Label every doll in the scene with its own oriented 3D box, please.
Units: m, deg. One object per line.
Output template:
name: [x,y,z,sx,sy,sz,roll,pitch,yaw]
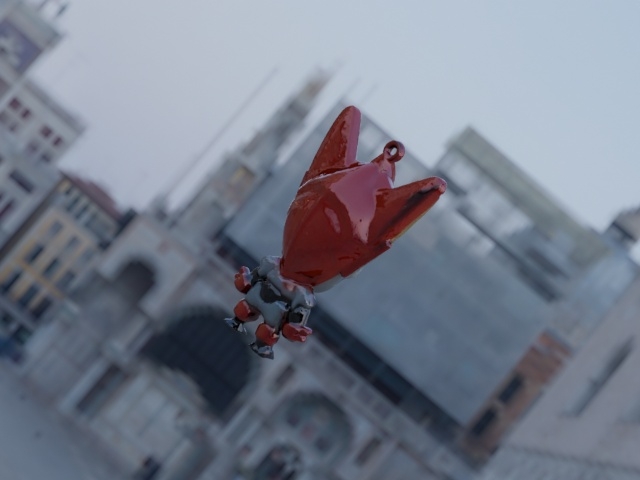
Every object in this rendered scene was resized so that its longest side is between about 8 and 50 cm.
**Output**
doll: [0.000,0.000,1.268,0.109,0.169,0.057,43,3,40]
